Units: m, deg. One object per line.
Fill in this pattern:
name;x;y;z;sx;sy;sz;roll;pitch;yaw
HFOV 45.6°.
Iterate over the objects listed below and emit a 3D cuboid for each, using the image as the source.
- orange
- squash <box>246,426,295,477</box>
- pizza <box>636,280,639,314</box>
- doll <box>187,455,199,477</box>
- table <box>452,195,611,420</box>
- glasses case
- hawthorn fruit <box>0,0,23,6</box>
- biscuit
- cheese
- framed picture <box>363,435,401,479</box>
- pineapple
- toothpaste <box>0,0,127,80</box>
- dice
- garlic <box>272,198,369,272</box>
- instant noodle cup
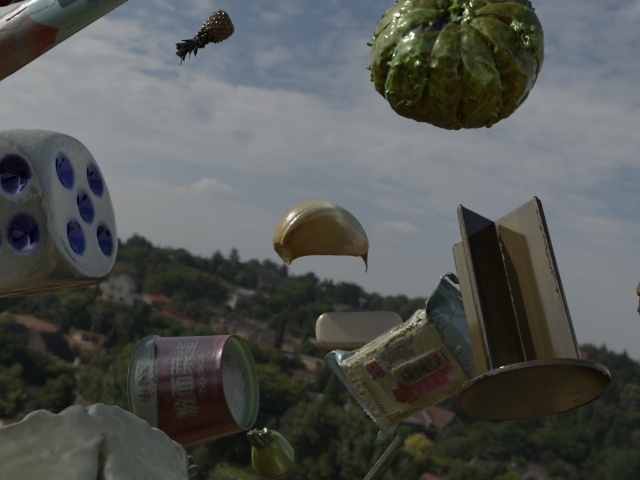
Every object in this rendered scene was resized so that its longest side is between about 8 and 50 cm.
orange;0.230;-0.311;1.316;0.301;0.300;0.223;-10;-40;2
squash;-0.122;0.468;1.756;0.105;0.105;0.132;12;-42;25
pizza;0.550;0.062;1.275;0.026;0.123;0.108;17;7;22
doll;-0.360;0.543;1.771;0.150;0.077;0.115;-19;-39;-3
table;0.222;0.072;0.882;0.167;0.227;0.167;-3;-32;-2
glasses case;0.087;0.202;1.700;0.196;0.083;0.050;0;-16;4
hawthorn fruit;-0.346;-0.384;0.776;0.242;0.242;0.271;15;-38;-31
biscuit;0.153;0.188;1.198;0.309;0.186;0.079;-38;-4;42
cheese;-0.317;0.357;0.941;0.332;0.292;0.153;-26;39;-11
framed picture;0.094;0.400;1.304;0.010;0.136;0.201;36;-13;17
pineapple;-0.222;-0.381;1.421;0.058;0.124;0.058;53;-13;17
toothpaste;-0.193;-0.167;0.560;0.205;0.056;0.036;-30;-22;4
dice;-0.592;-0.047;1.523;0.277;0.304;0.304;-8;-4;7
garlic;0.004;-0.013;1.778;0.245;0.164;0.145;6;-18;-24
instant noodle cup;-0.230;0.277;1.433;0.178;0.235;0.235;-13;-10;14
